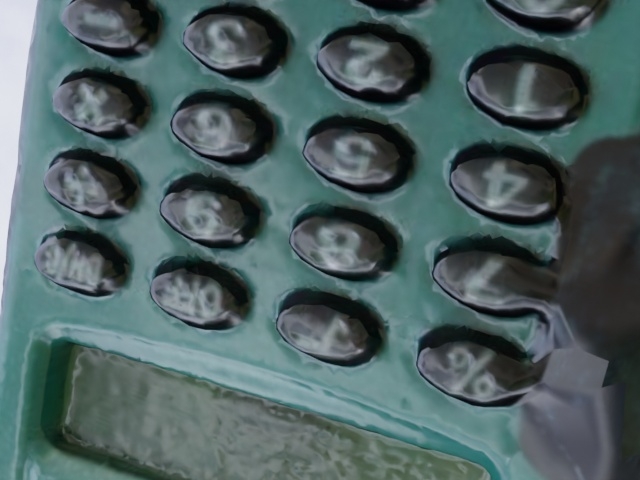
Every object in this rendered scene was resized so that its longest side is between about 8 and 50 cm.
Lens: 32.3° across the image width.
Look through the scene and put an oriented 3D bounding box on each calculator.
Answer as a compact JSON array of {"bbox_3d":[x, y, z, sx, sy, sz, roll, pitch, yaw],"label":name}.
[{"bbox_3d":[0.000,0.000,0.377,0.248,0.274,0.058,13,-169,22],"label":"calculator"}]
